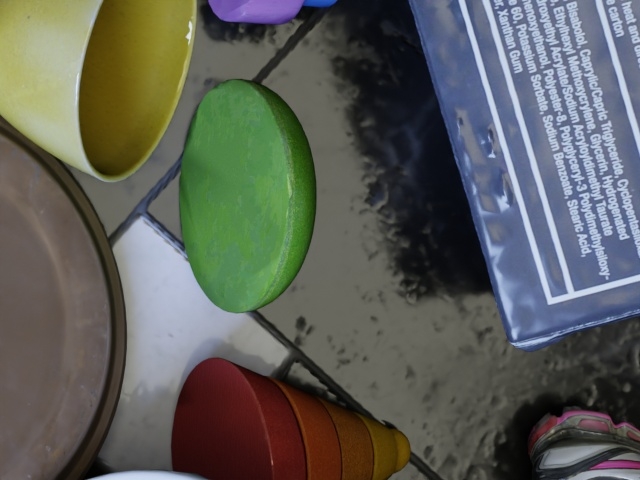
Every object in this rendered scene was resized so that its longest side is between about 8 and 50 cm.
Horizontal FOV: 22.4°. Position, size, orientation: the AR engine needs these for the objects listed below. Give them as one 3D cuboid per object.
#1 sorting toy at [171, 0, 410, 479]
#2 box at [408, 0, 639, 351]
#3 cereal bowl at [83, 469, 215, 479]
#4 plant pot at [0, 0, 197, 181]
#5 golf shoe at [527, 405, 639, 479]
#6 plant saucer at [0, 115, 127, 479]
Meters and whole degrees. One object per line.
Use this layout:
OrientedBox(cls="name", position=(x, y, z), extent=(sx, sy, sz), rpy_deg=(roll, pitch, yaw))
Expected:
OrientedBox(cls="sorting toy", position=(0.000, 0.000, 0.904), extent=(0.126, 0.127, 0.365), rpy_deg=(0, 95, -30))
OrientedBox(cls="box", position=(0.206, -0.132, 0.837), extent=(0.294, 0.183, 0.296), rpy_deg=(-15, 95, 14))
OrientedBox(cls="cereal bowl", position=(-0.069, 0.288, 0.785), extent=(0.141, 0.339, 0.339), rpy_deg=(27, 89, -48))
OrientedBox(cls="plant pot", position=(-0.138, -0.108, 0.867), extent=(0.095, 0.134, 0.134), rpy_deg=(16, 90, 16))
OrientedBox(cls="golf shoe", position=(0.210, 0.155, 0.927), extent=(0.186, 0.086, 0.067), rpy_deg=(9, 125, -6))
OrientedBox(cls="plant saucer", position=(-0.227, 0.046, 0.845), extent=(0.278, 0.041, 0.277), rpy_deg=(4, 81, -27))
